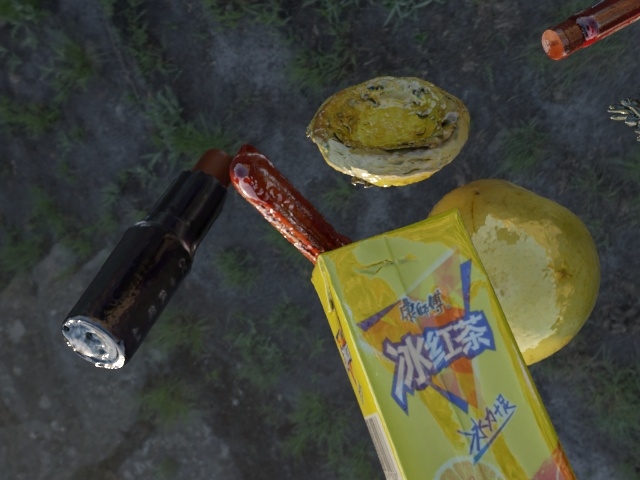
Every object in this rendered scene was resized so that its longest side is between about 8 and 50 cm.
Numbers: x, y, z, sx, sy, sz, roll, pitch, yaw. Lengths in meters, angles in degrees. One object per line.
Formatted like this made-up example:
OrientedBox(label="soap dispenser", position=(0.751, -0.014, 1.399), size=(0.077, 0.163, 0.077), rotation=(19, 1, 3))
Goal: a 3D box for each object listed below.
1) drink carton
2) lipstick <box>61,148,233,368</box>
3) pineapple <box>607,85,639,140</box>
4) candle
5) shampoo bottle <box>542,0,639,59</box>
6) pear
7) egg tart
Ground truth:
OrientedBox(label="drink carton", position=(0.123, 0.160, 0.693), size=(0.111, 0.154, 0.351), rotation=(106, 144, -72))
OrientedBox(label="lipstick", position=(-0.169, 0.004, 0.781), size=(0.081, 0.300, 0.081), rotation=(13, 137, 12))
OrientedBox(label="pineapple", position=(0.775, -0.241, 1.605), size=(0.340, 0.169, 0.169), rotation=(-129, 32, -60))
OrientedBox(label="candle", position=(0.000, 0.000, 0.772), size=(0.048, 0.329, 0.051), rotation=(-34, 50, 9))
OrientedBox(label="shampoo bottle", position=(0.625, -0.488, 1.576), size=(0.076, 0.314, 0.118), rotation=(65, 167, -16))
OrientedBox(label="pear", position=(0.333, 0.055, 1.331), size=(0.348, 0.348, 0.348), rotation=(15, 120, 26))
OrientedBox(label="egg tart", position=(0.115, -0.174, 1.245), size=(0.290, 0.291, 0.107), rotation=(15, 138, 26))
